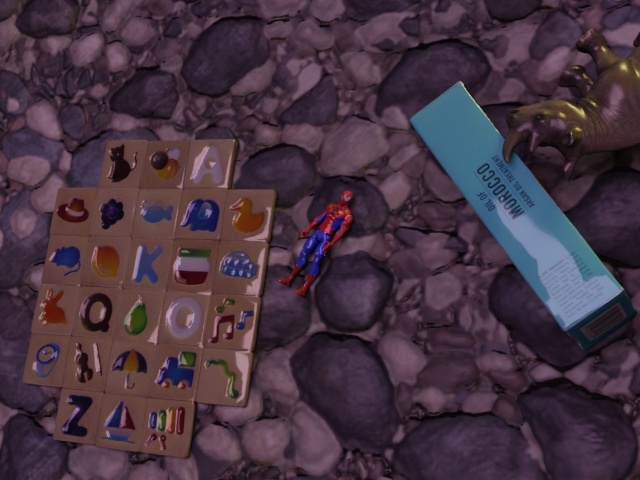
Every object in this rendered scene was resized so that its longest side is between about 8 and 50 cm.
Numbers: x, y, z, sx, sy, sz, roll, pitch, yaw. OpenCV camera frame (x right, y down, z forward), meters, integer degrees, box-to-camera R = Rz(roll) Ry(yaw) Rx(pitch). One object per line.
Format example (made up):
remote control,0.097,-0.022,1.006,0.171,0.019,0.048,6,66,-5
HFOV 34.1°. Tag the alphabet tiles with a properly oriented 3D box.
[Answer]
alphabet tiles,-0.189,0.053,1.127,0.285,0.011,0.343,1,76,25

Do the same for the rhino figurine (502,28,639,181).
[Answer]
rhino figurine,0.258,-0.128,0.902,0.243,0.073,0.106,-29,60,-13

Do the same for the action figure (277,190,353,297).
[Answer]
action figure,0.000,0.000,1.046,0.038,0.030,0.115,31,87,34

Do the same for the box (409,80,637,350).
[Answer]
box,0.179,-0.022,0.928,0.060,0.100,0.244,-37,64,10
